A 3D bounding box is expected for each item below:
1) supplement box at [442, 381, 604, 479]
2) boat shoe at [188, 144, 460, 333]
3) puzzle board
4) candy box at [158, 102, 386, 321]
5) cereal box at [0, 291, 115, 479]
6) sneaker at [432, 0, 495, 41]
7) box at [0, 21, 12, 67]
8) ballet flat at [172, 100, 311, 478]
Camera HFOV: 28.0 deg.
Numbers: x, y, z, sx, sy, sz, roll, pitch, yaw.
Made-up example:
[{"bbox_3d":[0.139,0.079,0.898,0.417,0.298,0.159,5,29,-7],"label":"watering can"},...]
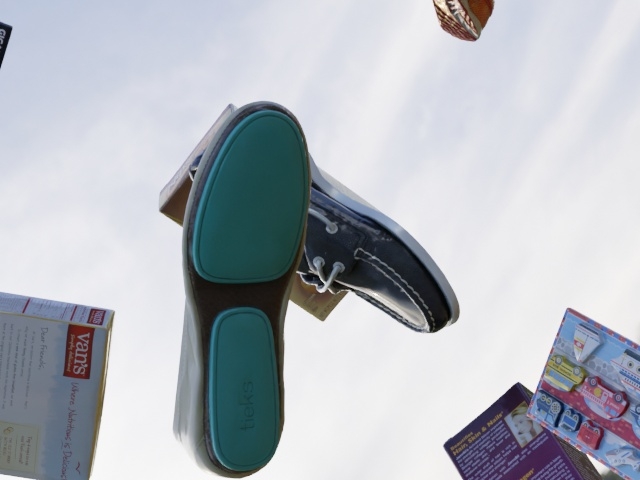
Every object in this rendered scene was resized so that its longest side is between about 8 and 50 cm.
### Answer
[{"bbox_3d":[0.211,0.242,1.222,0.104,0.188,0.081,-43,-49,13],"label":"supplement box"},{"bbox_3d":[0.000,0.000,1.249,0.091,0.302,0.114,-40,-23,-27],"label":"boat shoe"},{"bbox_3d":[0.218,0.119,0.977,0.011,0.128,0.096,4,-71,-42],"label":"puzzle board"},{"bbox_3d":[-0.065,-0.039,1.938,0.316,0.087,0.183,35,-75,-19],"label":"candy box"},{"bbox_3d":[-0.316,0.127,1.169,0.047,0.240,0.173,-91,12,-67],"label":"cereal box"},{"bbox_3d":[0.135,-0.261,1.239,0.067,0.064,0.175,-65,-16,-14],"label":"sneaker"},{"bbox_3d":[-0.496,-0.177,1.778,0.175,0.051,0.220,-43,33,52],"label":"box"},{"bbox_3d":[-0.060,0.031,0.851,0.086,0.086,0.248,3,-86,-59],"label":"ballet flat"}]
